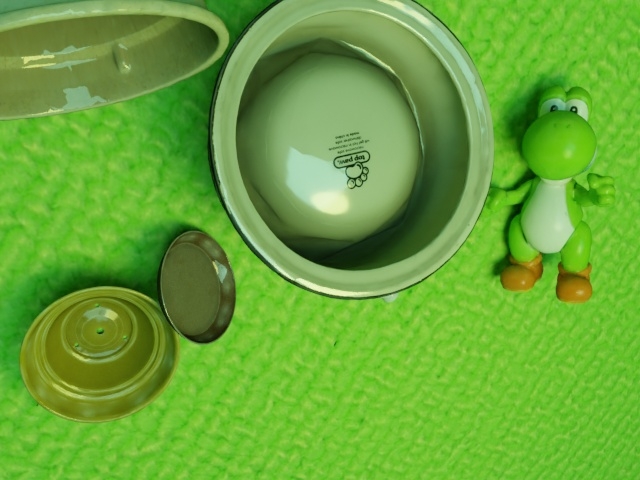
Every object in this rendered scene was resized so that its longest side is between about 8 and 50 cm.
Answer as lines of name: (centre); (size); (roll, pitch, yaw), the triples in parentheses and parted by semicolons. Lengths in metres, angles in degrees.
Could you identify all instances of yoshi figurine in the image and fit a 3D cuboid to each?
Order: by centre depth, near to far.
yoshi figurine: (0.389, -0.072, 1.111); (0.203, 0.203, 0.363); (-6, 109, -13)

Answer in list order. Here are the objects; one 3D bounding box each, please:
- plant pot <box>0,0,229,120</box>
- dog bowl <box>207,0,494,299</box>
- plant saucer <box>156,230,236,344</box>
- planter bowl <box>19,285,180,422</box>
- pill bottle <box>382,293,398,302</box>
plant pot: (-0.292, -0.315, 0.663); (0.333, 0.334, 0.306); (-16, 93, -16)
dog bowl: (0.030, -0.129, 0.910); (0.407, 0.150, 0.409); (-1, 92, -23)
plant saucer: (-0.186, 0.070, 0.972); (0.029, 0.168, 0.169); (-9, 122, 29)
planter bowl: (-0.320, 0.150, 0.963); (0.217, 0.090, 0.217); (-8, 113, -19)
pill bottle: (0.100, 0.070, 1.129); (0.043, 0.043, 0.083); (-41, 120, -3)
